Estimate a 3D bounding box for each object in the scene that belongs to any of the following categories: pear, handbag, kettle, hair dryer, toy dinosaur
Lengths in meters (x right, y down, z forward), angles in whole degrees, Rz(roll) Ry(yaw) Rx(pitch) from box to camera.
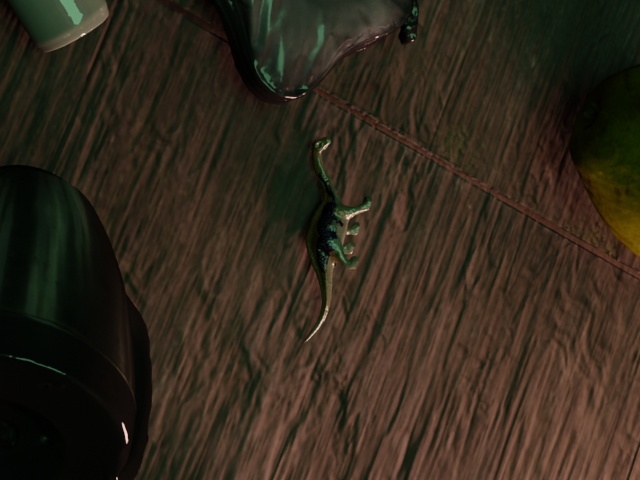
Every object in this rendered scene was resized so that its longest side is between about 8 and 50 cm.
[{"bbox_3d":[0.361,-0.067,1.840,0.269,0.212,0.212,26,76,-11],"label":"pear"},{"bbox_3d":[-0.048,-0.281,1.686,0.191,0.075,0.332,-38,104,-29],"label":"handbag"},{"bbox_3d":[-0.217,0.059,1.490,0.250,0.207,0.271,17,43,-18],"label":"kettle"},{"bbox_3d":[-0.161,-0.266,1.589,0.236,0.073,0.131,-34,108,-10],"label":"hair dryer"},{"bbox_3d":[0.015,0.000,1.737,0.058,0.037,0.180,3,80,-7],"label":"toy dinosaur"}]
